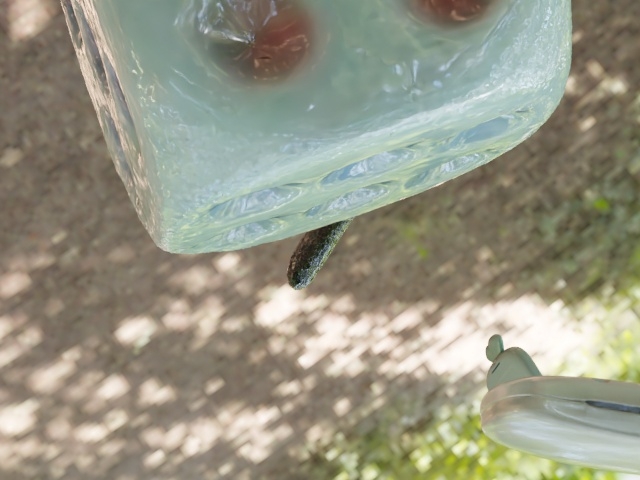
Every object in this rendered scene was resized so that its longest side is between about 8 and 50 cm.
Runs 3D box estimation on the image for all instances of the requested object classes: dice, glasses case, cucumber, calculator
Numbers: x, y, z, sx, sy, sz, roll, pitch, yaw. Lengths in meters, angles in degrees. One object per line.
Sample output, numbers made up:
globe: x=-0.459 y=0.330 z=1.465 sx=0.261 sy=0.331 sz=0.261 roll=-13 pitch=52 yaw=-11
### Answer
dice: x=-0.015 y=-0.153 z=0.980 sx=0.268 sy=0.262 sz=0.264 roll=-19 pitch=172 yaw=-12
glasses case: x=0.207 y=0.127 z=1.069 sx=0.204 sy=0.051 sz=0.081 roll=11 pitch=157 yaw=-14
cucumber: x=0.000 y=0.000 z=1.466 sx=0.133 sy=0.032 sz=0.032 roll=-57 pitch=178 yaw=-39
calculator: x=0.231 y=0.178 z=1.835 sx=0.021 sy=0.153 sz=0.095 roll=-17 pitch=153 yaw=-31
